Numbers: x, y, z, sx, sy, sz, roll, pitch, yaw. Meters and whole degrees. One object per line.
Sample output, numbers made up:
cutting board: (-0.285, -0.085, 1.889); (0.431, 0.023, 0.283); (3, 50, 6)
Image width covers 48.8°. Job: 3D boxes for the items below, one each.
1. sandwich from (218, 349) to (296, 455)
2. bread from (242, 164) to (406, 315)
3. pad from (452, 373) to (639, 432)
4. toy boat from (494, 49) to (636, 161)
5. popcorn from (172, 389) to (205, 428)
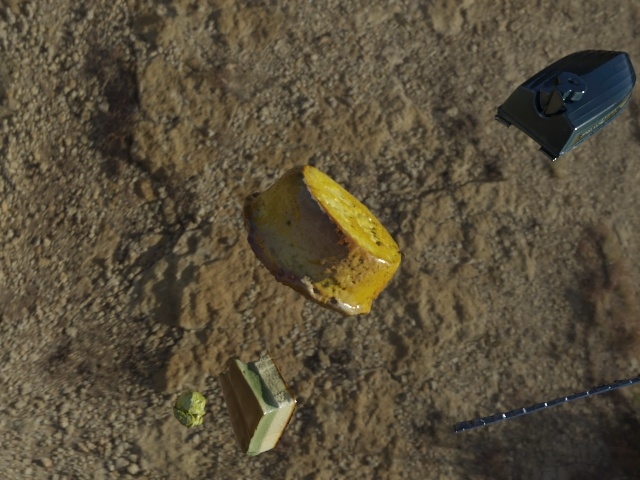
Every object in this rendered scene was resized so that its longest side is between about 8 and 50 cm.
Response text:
sandwich: (-0.160, 0.378, 1.661); (0.108, 0.220, 0.186); (-13, 52, -32)
bread: (0.000, 0.000, 1.659); (0.398, 0.215, 0.398); (40, 17, -15)
pad: (0.277, 0.177, 0.791); (0.269, 0.269, 0.012); (-18, 72, 8)
toy boat: (0.375, -0.206, 1.029); (0.114, 0.122, 0.296); (45, 49, 18)
popcorn: (-0.258, 0.329, 1.376); (0.059, 0.068, 0.083); (6, 35, 4)
